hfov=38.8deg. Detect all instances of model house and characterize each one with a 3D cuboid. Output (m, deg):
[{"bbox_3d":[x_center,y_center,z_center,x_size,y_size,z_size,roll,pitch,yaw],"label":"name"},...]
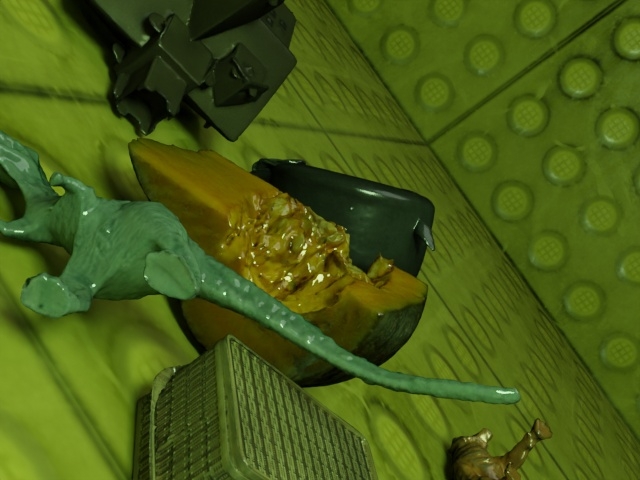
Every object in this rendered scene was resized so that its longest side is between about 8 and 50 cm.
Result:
[{"bbox_3d":[-0.123,-0.206,0.878,0.211,0.204,0.243,45,35,-29],"label":"model house"}]

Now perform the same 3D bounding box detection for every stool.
[{"bbox_3d":[0.007,0.002,0.851,0.153,0.139,0.228,13,3,-26],"label":"stool"}]

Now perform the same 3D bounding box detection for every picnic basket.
[{"bbox_3d":[-0.034,0.148,0.557,0.164,0.079,0.115,43,19,-32],"label":"picnic basket"}]

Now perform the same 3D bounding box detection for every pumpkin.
[{"bbox_3d":[-0.051,0.030,0.711,0.248,0.126,0.131,36,25,13],"label":"pumpkin"}]

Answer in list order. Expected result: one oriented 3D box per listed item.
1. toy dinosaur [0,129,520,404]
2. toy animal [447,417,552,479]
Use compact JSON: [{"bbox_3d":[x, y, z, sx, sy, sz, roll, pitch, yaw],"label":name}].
[{"bbox_3d":[-0.083,0.030,0.514,0.383,0.076,0.129,32,22,14],"label":"toy dinosaur"},{"bbox_3d":[0.206,0.306,0.922,0.114,0.116,0.255,0,58,-42],"label":"toy animal"}]
